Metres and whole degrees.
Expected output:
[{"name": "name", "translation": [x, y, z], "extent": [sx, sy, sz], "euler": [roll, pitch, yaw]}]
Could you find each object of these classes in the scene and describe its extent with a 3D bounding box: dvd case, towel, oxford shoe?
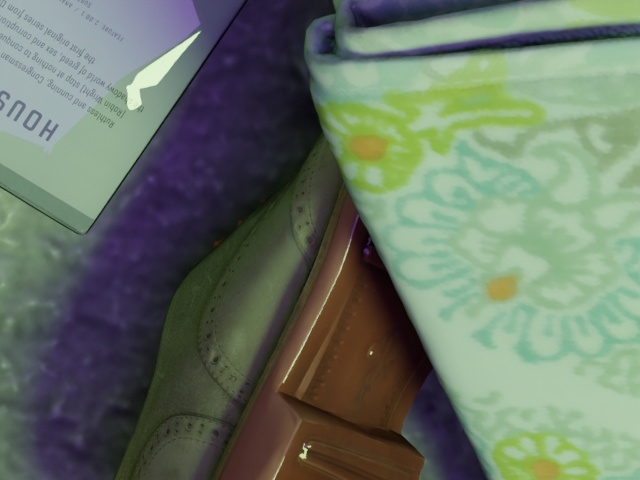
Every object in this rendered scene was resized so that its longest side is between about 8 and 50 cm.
[{"name": "dvd case", "translation": [-0.107, -0.145, 0.718], "extent": [0.179, 0.029, 0.239], "euler": [33, 98, -20]}, {"name": "towel", "translation": [0.195, 0.021, 0.629], "extent": [0.320, 0.090, 0.374], "euler": [-3, 133, 27]}, {"name": "oxford shoe", "translation": [0.000, 0.000, 0.741], "extent": [0.123, 0.130, 0.348], "euler": [37, 75, -48]}]
